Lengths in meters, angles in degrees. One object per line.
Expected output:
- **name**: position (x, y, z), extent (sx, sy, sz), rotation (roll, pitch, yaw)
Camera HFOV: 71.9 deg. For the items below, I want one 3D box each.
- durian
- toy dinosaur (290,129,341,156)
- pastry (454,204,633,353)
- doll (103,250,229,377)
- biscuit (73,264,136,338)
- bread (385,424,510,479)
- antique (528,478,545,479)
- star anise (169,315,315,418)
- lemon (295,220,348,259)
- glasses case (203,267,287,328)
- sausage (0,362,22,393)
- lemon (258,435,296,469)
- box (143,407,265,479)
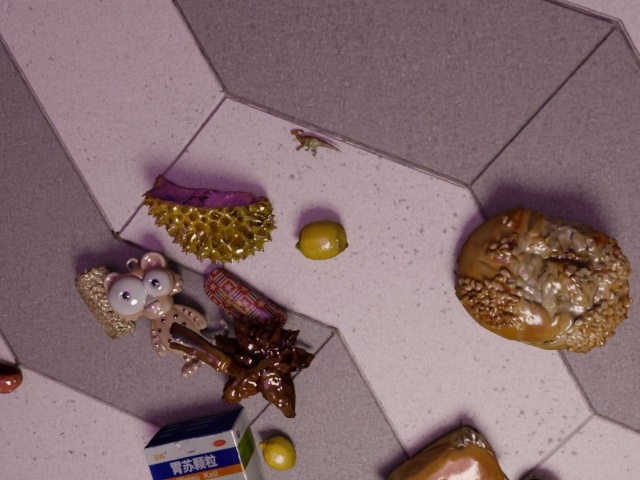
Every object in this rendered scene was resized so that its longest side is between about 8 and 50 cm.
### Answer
- **durian**: position (-0.228, -0.028, 0.903), extent (0.261, 0.153, 0.186), rotation (-2, 120, 15)
- **toy dinosaur**: position (-0.014, -0.192, 0.895), extent (0.113, 0.026, 0.041), rotation (27, 82, 12)
- **pastry**: position (0.411, 0.079, 0.806), extent (0.311, 0.162, 0.255), rotation (15, 99, 7)
- **doll**: position (-0.321, 0.152, 0.927), extent (0.154, 0.119, 0.278), rotation (-43, 96, -6)
- **biscuit**: position (-0.466, 0.135, 0.960), extent (0.070, 0.082, 0.168), rotation (-31, 93, -34)
- **bread**: position (0.250, 0.495, 0.894), extent (0.241, 0.107, 0.136), rotation (-38, 87, 8)
- **antique**: position (0.445, 0.530, 0.876), extent (0.104, 0.104, 0.104), rotation (1, 96, 7)
- **star anise**: position (-0.150, 0.240, 0.867), extent (0.237, 0.148, 0.346), rotation (-33, 130, 16)
- **lemon**: position (0.000, 0.000, 0.887), extent (0.111, 0.082, 0.082), rotation (-6, 95, 13)
- **glasses case**: position (-0.164, 0.136, 0.936), extent (0.194, 0.049, 0.073), rotation (34, 99, 3)
- **sausage**: position (-0.738, 0.319, 1.019), extent (0.094, 0.059, 0.054), rotation (19, 98, 6)
- **lemon**: position (-0.092, 0.459, 0.952), extent (0.092, 0.065, 0.065), rotation (32, 98, 1)
- **box**: position (-0.228, 0.541, 0.955), extent (0.200, 0.106, 0.299), rotation (-15, 95, 6)
